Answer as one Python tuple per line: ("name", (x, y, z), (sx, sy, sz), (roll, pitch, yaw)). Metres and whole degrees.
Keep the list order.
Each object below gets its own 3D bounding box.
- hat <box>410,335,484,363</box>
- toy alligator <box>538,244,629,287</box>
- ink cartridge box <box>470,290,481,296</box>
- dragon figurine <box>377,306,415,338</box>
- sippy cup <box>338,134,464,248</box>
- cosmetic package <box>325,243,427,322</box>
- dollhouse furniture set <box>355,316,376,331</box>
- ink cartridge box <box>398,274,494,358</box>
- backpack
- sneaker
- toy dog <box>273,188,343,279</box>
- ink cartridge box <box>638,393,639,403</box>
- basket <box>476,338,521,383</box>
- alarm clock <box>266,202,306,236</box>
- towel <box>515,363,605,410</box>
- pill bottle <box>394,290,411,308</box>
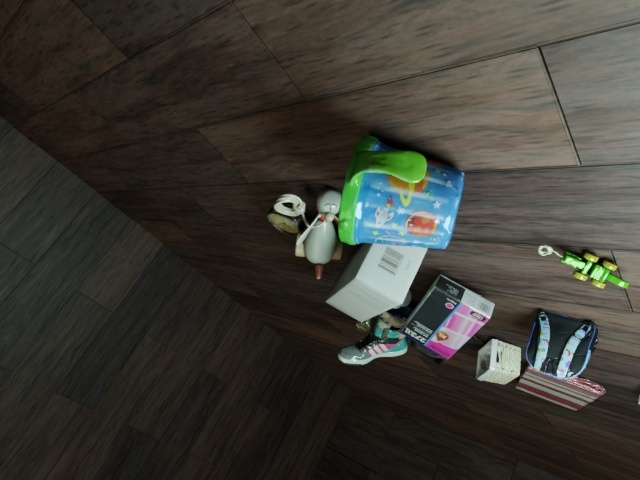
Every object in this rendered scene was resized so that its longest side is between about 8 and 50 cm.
("hat", (0.432, 0.385, 1.763), (0.331, 0.134, 0.331), (26, 157, 12))
("toy alligator", (0.558, 0.049, 1.001), (0.190, 0.056, 0.051), (25, -162, 12))
("ink cartridge box", (0.420, 0.179, 1.442), (0.122, 0.052, 0.088), (24, 156, 13))
("dragon figurine", (0.306, 0.291, 1.711), (0.289, 0.085, 0.144), (19, -160, 29))
("sippy cup", (0.176, -0.085, 0.988), (0.224, 0.305, 0.240), (14, 111, 13))
("cosmetic package", (0.157, 0.111, 1.437), (0.155, 0.197, 0.365), (30, 160, -1))
("dollhouse furniture set", (0.239, 0.368, 2.003), (0.161, 0.101, 0.182), (33, 158, -7))
("ink cartridge box", (0.371, 0.263, 1.461), (0.176, 0.069, 0.371), (29, 143, 9))
("backpack", (0.640, 0.294, 1.252), (0.158, 0.173, 0.117), (11, 151, 37))
("sneaker", (0.210, 0.379, 1.833), (0.124, 0.296, 0.178), (-130, 36, -59))
("toy dog", (0.000, 0.000, 1.398), (0.220, 0.161, 0.333), (-7, 151, 12))
("ink cartridge box", (0.997, 0.459, 1.307), (0.151, 0.063, 0.109), (26, 158, 10))
("basket", (0.619, 0.426, 1.630), (0.103, 0.113, 0.167), (12, 153, 6))
("alarm clock", (-0.112, -0.065, 1.566), (0.129, 0.064, 0.192), (29, 155, 3))
("towel", (0.845, 0.528, 1.685), (0.237, 0.037, 0.329), (18, 157, 22))
("pill bottle", (0.243, 0.196, 1.652), (0.086, 0.086, 0.152), (42, 156, -27))
